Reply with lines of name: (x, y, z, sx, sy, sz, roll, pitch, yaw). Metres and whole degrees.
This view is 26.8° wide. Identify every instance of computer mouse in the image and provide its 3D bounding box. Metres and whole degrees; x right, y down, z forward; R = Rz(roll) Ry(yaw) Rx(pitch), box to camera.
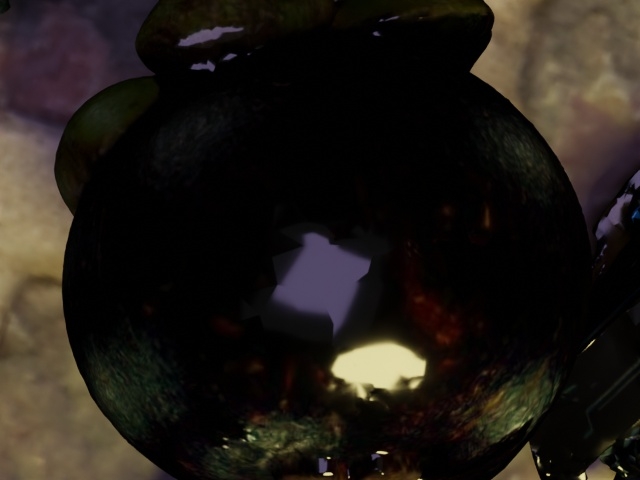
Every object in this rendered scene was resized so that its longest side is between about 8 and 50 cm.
computer mouse: (0.191, 0.038, 0.636, 0.146, 0.077, 0.242, 35, 95, -4)

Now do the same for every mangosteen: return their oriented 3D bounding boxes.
mangosteen: (0.000, 0.000, 0.568, 0.243, 0.243, 0.243, 0, 97, -2)

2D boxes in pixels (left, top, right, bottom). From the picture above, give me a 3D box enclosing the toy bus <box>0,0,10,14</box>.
toy bus: (-0.083, -0.222, 0.570, 0.262, 0.128, 0.150, -36, 97, 3)
